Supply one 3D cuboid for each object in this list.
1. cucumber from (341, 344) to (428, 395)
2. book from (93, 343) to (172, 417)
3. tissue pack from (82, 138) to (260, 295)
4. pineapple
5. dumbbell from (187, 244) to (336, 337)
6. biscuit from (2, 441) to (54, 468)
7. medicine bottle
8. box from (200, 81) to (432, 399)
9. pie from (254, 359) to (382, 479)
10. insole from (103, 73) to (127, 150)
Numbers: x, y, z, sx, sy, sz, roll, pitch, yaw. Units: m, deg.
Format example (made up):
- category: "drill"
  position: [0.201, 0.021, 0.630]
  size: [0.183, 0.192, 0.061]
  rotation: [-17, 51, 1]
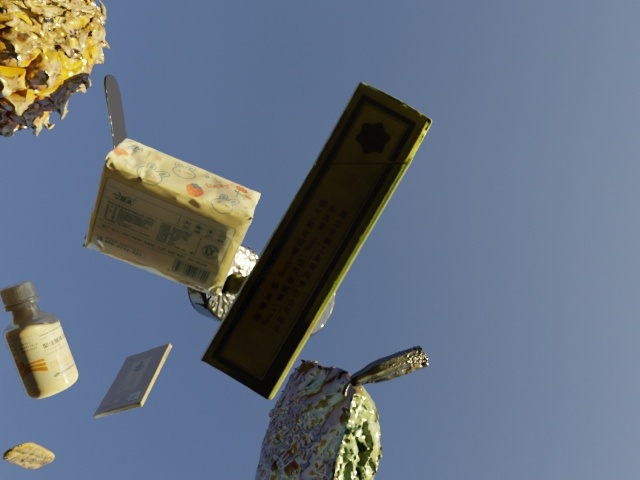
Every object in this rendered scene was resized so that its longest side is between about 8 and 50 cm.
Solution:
- category: "cucumber"
  position: [0.102, 0.209, 0.862]
  size: [0.163, 0.039, 0.043]
  rotation: [-10, -95, -25]
- category: "book"
  position: [-0.448, 0.335, 1.280]
  size: [0.139, 0.198, 0.016]
  rotation: [-19, -63, 17]
- category: "tissue pack"
  position: [-0.201, -0.030, 0.720]
  size: [0.196, 0.092, 0.148]
  rotation: [22, -60, -11]
- category: "pineapple"
  position: [-0.559, -0.376, 0.935]
  size: [0.300, 0.352, 0.352]
  rotation: [-28, -86, 34]
- category: "dumbbell"
  position: [-0.141, 0.111, 1.262]
  size: [0.323, 0.204, 0.203]
  rotation: [4, -82, 39]
- category: "biscuit"
  position: [-0.668, 0.495, 1.219]
  size: [0.071, 0.147, 0.018]
  rotation: [-21, -125, -10]
- category: "medicine bottle"
  position: [-0.630, 0.214, 1.172]
  size: [0.114, 0.114, 0.252]
  rotation: [-15, -81, 5]
- category: "box"
  position: [0.000, 0.000, 0.420]
  size: [0.064, 0.141, 0.219]
  rotation: [28, -90, 3]
- category: "pie"
  position: [-0.022, 0.373, 0.923]
  size: [0.103, 0.288, 0.354]
  rotation: [31, -127, -21]
- category: "insole"
  position: [-0.362, -0.137, 0.971]
  size: [0.007, 0.109, 0.322]
  rotation: [-6, -81, -2]
